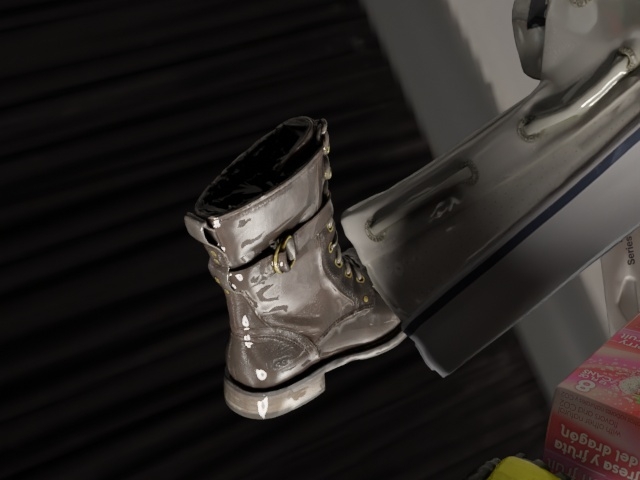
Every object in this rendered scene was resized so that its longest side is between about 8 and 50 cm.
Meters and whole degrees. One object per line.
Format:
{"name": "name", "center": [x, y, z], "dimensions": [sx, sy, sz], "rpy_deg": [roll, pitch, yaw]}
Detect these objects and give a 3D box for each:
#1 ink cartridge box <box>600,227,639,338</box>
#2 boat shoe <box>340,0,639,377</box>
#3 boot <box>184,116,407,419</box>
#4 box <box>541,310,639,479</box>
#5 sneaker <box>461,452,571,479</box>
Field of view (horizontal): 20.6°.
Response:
{"name": "ink cartridge box", "center": [0.414, 0.114, 1.969], "dimensions": [0.114, 0.273, 0.198], "rpy_deg": [-15, 60, 22]}
{"name": "boat shoe", "center": [0.140, -0.096, 0.848], "dimensions": [0.156, 0.136, 0.367], "rpy_deg": [51, 124, 6]}
{"name": "boot", "center": [0.000, 0.000, 1.408], "dimensions": [0.091, 0.263, 0.229], "rpy_deg": [22, 133, 31]}
{"name": "box", "center": [0.294, 0.172, 1.075], "dimensions": [0.300, 0.154, 0.142], "rpy_deg": [20, 118, 26]}
{"name": "sneaker", "center": [0.154, 0.237, 0.954], "dimensions": [0.343, 0.146, 0.134], "rpy_deg": [19, 124, 49]}
